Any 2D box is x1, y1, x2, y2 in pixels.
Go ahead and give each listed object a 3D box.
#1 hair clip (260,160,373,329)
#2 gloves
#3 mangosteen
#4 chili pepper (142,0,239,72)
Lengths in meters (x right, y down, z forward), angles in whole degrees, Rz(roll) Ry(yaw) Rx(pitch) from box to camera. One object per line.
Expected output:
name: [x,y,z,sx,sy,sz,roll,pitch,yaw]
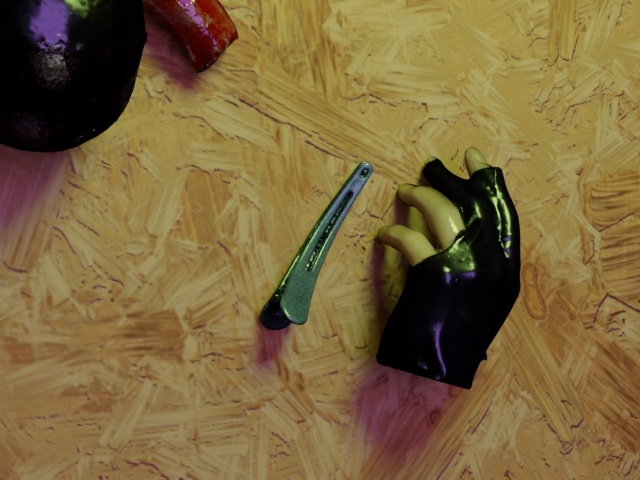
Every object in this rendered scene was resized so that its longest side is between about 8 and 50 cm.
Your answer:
hair clip: [0.000,0.000,0.976,0.039,0.070,0.229,34,65,-17]
gloves: [0.163,0.030,1.012,0.197,0.152,0.300,26,58,-51]
mangosteen: [-0.285,-0.191,0.761,0.250,0.211,0.211,9,83,-15]
chili pepper: [-0.146,-0.249,0.907,0.073,0.070,0.123,-43,108,-5]
